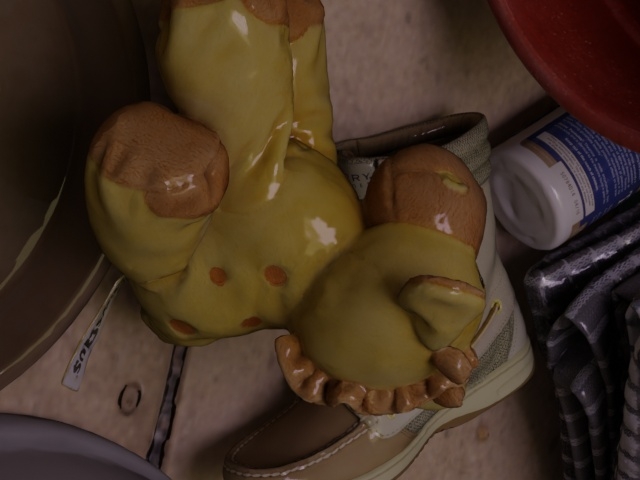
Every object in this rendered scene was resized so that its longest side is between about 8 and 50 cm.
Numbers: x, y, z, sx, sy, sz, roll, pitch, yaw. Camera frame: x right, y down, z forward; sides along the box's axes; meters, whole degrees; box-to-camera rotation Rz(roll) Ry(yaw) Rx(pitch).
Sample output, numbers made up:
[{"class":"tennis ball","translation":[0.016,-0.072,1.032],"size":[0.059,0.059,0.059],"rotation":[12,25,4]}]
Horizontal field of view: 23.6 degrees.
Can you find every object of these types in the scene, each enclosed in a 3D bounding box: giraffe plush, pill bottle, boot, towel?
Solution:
[{"class":"giraffe plush","translation":[0.000,0.000,0.679],"size":[0.181,0.170,0.210],"rotation":[-10,121,-76]},{"class":"pill bottle","translation":[0.156,-0.050,0.877],"size":[0.120,0.067,0.067],"rotation":[-33,118,-24]},{"class":"boot","translation":[0.022,0.035,0.799],"size":[0.213,0.077,0.165],"rotation":[-27,117,-34]},{"class":"towel","translation":[0.255,0.063,0.924],"size":[0.283,0.121,0.235],"rotation":[-30,133,-23]}]

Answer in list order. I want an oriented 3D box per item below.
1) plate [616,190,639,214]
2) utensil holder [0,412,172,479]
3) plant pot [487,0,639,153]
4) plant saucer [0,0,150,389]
[{"class":"plate","translation":[0.263,-0.047,0.980],"size":[0.188,0.024,0.188],"rotation":[-9,107,-32]},{"class":"utensil holder","translation":[-0.077,0.278,0.602],"size":[0.327,0.385,0.328],"rotation":[-9,107,-34]},{"class":"plant pot","translation":[0.255,-0.195,0.747],"size":[0.265,0.272,0.272],"rotation":[-17,111,-38]},{"class":"plant saucer","translation":[-0.201,-0.042,0.631],"size":[0.278,0.041,0.278],"rotation":[-14,116,-31]}]
